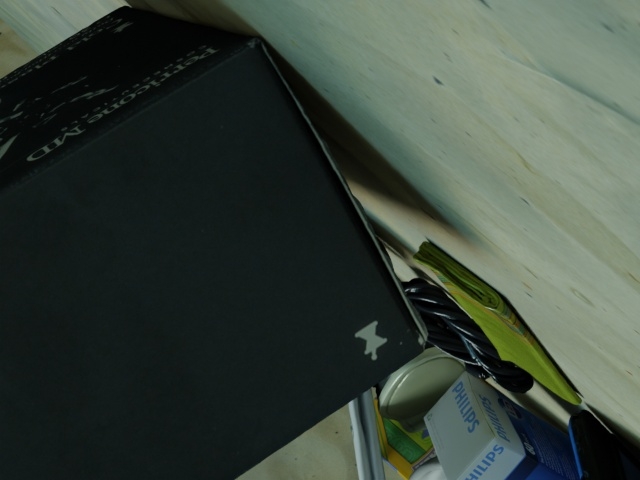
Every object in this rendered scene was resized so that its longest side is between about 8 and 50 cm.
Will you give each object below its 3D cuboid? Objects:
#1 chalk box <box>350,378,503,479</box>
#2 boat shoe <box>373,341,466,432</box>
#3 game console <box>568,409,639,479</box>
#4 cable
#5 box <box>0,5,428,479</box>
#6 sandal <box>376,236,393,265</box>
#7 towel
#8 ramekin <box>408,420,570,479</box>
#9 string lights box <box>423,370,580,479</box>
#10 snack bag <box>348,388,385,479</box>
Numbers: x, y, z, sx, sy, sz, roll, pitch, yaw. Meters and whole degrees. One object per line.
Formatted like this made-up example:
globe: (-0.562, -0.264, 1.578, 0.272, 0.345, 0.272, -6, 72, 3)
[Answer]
chalk box: (0.216, 0.305, 2.134, 0.179, 0.180, 0.289, 44, 174, -38)
boat shoe: (0.118, 0.151, 1.878, 0.113, 0.127, 0.340, 65, -175, 19)
game console: (0.391, 0.291, 1.426, 0.293, 0.173, 0.250, 45, -154, -35)
cable: (0.145, 0.104, 1.587, 0.184, 0.047, 0.150, 45, 174, -39)
box: (-0.245, 0.050, 1.273, 0.297, 0.480, 0.472, 61, 169, -21)
sandal: (0.029, 0.022, 1.581, 0.303, 0.086, 0.120, -109, 8, -64)
towel: (0.164, 0.082, 1.370, 0.102, 0.021, 0.237, 39, 176, 38)
ramekin: (0.255, 0.346, 1.890, 0.277, 0.135, 0.277, 33, 147, 26)
string lights box: (0.241, 0.256, 1.600, 0.260, 0.077, 0.133, 33, -163, -21)
snack bag: (0.046, 0.181, 1.938, 0.342, 0.037, 0.323, -92, -8, -84)
